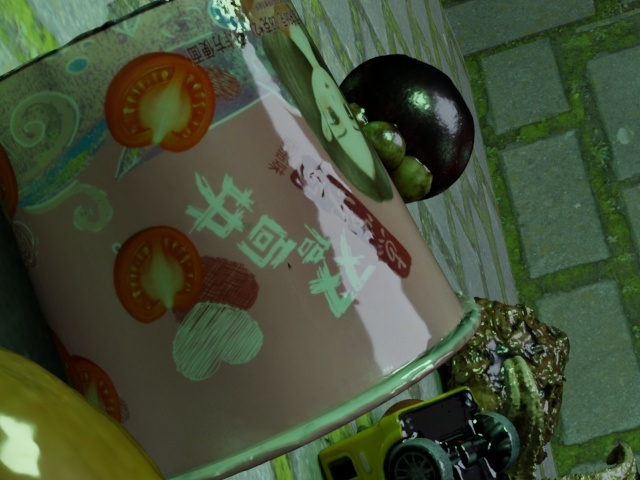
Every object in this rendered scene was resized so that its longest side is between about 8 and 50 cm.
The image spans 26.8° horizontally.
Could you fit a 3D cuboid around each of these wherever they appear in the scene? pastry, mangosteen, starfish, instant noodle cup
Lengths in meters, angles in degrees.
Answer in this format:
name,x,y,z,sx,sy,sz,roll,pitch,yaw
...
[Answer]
name,x,y,z,sx,sy,sz,roll,pitch,yaw
pastry,0.291,0.212,2.026,0.275,0.193,0.275,-15,90,-79
mangosteen,0.090,-0.126,1.678,0.230,0.194,0.194,-53,131,-40
starfish,0.191,0.262,1.355,0.113,0.303,0.312,-124,-154,-77
instant noodle cup,-0.062,-0.010,0.754,0.231,0.243,0.243,66,14,-6

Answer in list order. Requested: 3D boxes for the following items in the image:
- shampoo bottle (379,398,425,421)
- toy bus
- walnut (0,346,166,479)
name,x,y,z,sx,sy,sz,roll,pitch,yaw
shampoo bottle,0.109,0.222,1.507,0.244,0.085,0.085,30,45,-68
toy bus,0.131,0.311,1.221,0.145,0.151,0.331,-9,75,-54
walnut,-0.106,0.184,0.374,0.209,0.209,0.336,-64,137,-71
